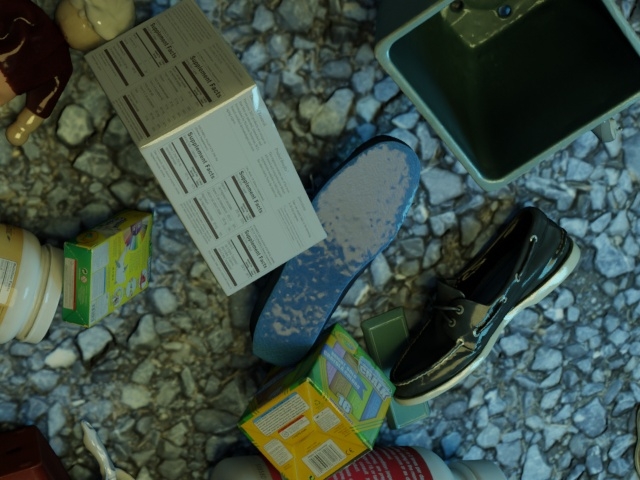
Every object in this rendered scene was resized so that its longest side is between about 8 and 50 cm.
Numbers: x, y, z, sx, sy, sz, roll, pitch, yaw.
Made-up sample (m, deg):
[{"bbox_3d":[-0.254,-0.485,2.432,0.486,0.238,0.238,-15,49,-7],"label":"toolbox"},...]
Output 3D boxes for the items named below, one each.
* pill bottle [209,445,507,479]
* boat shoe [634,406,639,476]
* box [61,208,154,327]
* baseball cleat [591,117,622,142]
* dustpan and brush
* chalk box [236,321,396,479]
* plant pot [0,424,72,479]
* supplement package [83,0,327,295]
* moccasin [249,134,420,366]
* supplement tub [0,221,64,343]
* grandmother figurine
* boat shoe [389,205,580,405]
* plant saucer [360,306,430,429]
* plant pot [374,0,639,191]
[{"bbox_3d":[0.057,0.407,1.708,0.408,0.229,0.229,-1,111,-19],"label":"pill bottle"},{"bbox_3d":[0.542,0.339,1.944,0.063,0.059,0.170,-19,116,-11],"label":"boat shoe"},{"bbox_3d":[-0.256,0.027,1.499,0.043,0.179,0.105,12,109,18],"label":"box"},{"bbox_3d":[0.324,-0.202,1.657,0.109,0.072,0.206,-31,114,10],"label":"baseball cleat"},{"bbox_3d":[-0.279,0.341,1.641,0.060,0.147,0.211,-35,93,13],"label":"dustpan and brush"},{"bbox_3d":[0.004,0.210,1.628,0.132,0.213,0.132,-38,99,24],"label":"chalk box"},{"bbox_3d":[-0.414,0.386,1.535,0.267,0.267,0.235,-15,101,-13],"label":"plant pot"},{"bbox_3d":[-0.130,-0.108,1.411,0.145,0.204,0.261,-30,137,-5],"label":"supplement package"},{"bbox_3d":[0.000,0.000,1.593,0.138,0.117,0.342,34,102,-15],"label":"moccasin"},{"bbox_3d":[-0.419,0.041,1.442,0.200,0.144,0.144,17,104,-25],"label":"supplement tub"},{"bbox_3d":[-0.370,-0.206,1.393,0.342,0.104,0.207,-28,145,-10],"label":"grandmother figurine"},{"bbox_3d":[0.208,0.083,1.688,0.340,0.127,0.113,-40,117,-2],"label":"boat shoe"},{"bbox_3d":[0.113,0.190,1.759,0.067,0.018,0.192,-21,115,-10],"label":"plant saucer"},{"bbox_3d":[0.217,-0.265,1.466,0.248,0.252,0.247,-34,120,17],"label":"plant pot"}]
